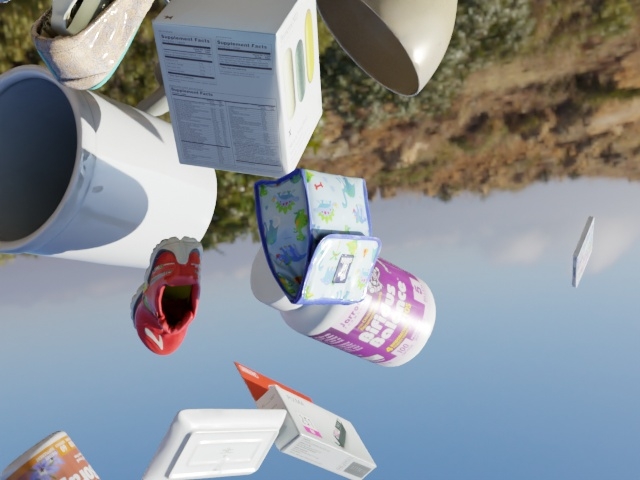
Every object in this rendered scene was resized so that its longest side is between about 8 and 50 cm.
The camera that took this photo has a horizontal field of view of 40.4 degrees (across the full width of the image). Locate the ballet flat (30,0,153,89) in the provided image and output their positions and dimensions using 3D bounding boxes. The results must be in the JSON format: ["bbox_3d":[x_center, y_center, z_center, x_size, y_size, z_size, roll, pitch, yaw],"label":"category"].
[{"bbox_3d":[-0.205,-0.311,0.928,0.107,0.316,0.106,19,168,31],"label":"ballet flat"}]

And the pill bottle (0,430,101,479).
[{"bbox_3d":[-0.390,0.417,1.362,0.121,0.216,0.121,-39,175,-4],"label":"pill bottle"}]

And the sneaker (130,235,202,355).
[{"bbox_3d":[-0.257,0.117,1.452,0.107,0.118,0.279,0,138,-17],"label":"sneaker"}]

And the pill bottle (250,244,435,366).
[{"bbox_3d":[0.037,0.090,1.421,0.301,0.169,0.169,26,156,-39],"label":"pill bottle"}]

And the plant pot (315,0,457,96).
[{"bbox_3d":[0.152,-0.448,1.680,0.191,0.284,0.284,-45,-175,-7],"label":"plant pot"}]

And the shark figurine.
[{"bbox_3d":[-0.326,-0.409,2.003,0.166,0.279,0.116,10,176,-10],"label":"shark figurine"}]

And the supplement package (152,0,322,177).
[{"bbox_3d":[-0.121,-0.271,1.397,0.197,0.263,0.199,9,-136,14],"label":"supplement package"}]

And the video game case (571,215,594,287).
[{"bbox_3d":[0.476,0.022,1.578,0.011,0.087,0.122,19,157,24],"label":"video game case"}]

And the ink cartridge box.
[{"bbox_3d":[-0.029,0.348,1.742,0.060,0.239,0.275,-43,137,10],"label":"ink cartridge box"}]

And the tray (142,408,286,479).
[{"bbox_3d":[-0.168,0.353,1.481,0.030,0.145,0.270,38,-165,36],"label":"tray"}]

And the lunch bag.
[{"bbox_3d":[0.000,0.000,1.009,0.096,0.151,0.128,-13,169,37],"label":"lunch bag"}]

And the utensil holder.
[{"bbox_3d":[-0.427,-0.114,1.640,0.327,0.328,0.385,-9,167,29],"label":"utensil holder"}]

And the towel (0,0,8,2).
[{"bbox_3d":[-0.257,-0.395,0.950,0.285,0.034,0.209,-48,175,-28],"label":"towel"}]
